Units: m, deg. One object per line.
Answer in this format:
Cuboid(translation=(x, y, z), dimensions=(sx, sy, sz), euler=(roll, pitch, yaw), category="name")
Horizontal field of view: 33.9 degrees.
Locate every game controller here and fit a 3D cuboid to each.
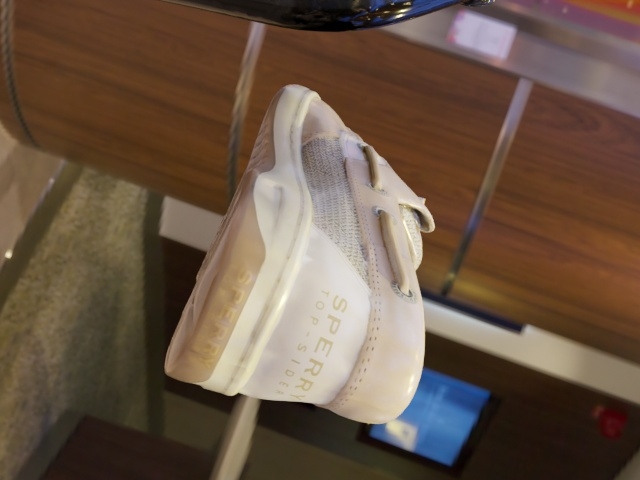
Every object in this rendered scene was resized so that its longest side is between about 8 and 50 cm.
Cuboid(translation=(-0.038, -0.174, 0.630), dimensions=(0.166, 0.319, 0.067), euler=(-34, 128, -31), category="game controller")

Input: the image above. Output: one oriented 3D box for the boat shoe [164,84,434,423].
Cuboid(translation=(0.000, 0.000, 0.517), dimensions=(0.302, 0.098, 0.109), euler=(-86, -160, -73), category="boat shoe")
